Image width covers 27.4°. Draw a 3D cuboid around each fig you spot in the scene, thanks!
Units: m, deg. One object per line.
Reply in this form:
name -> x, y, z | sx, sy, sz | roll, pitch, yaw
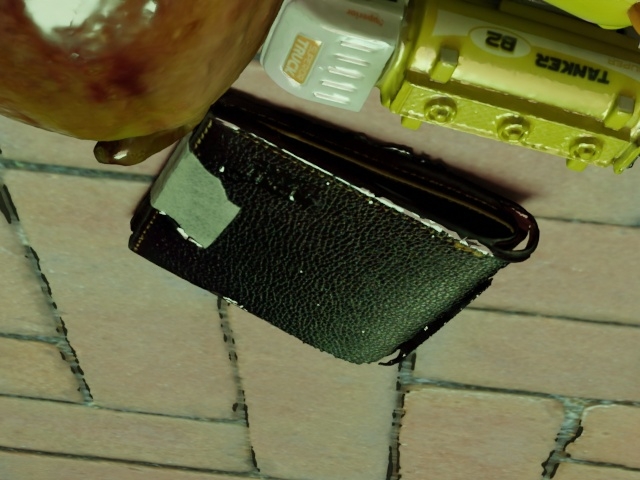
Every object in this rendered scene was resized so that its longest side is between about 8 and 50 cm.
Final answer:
fig -> -0.116, -0.157, 0.616 | 0.224, 0.224, 0.263 | 3, 162, 8

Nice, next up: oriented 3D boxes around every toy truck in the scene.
toy truck -> 0.078, -0.114, 0.732 | 0.227, 0.114, 0.098 | 14, 150, -10

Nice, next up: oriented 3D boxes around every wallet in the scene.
wallet -> 0.000, 0.000, 1.004 | 0.262, 0.071, 0.221 | 24, 148, -14

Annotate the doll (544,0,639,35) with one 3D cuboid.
doll -> 0.127, -0.173, 0.616 | 0.221, 0.143, 0.135 | 31, 142, -17
